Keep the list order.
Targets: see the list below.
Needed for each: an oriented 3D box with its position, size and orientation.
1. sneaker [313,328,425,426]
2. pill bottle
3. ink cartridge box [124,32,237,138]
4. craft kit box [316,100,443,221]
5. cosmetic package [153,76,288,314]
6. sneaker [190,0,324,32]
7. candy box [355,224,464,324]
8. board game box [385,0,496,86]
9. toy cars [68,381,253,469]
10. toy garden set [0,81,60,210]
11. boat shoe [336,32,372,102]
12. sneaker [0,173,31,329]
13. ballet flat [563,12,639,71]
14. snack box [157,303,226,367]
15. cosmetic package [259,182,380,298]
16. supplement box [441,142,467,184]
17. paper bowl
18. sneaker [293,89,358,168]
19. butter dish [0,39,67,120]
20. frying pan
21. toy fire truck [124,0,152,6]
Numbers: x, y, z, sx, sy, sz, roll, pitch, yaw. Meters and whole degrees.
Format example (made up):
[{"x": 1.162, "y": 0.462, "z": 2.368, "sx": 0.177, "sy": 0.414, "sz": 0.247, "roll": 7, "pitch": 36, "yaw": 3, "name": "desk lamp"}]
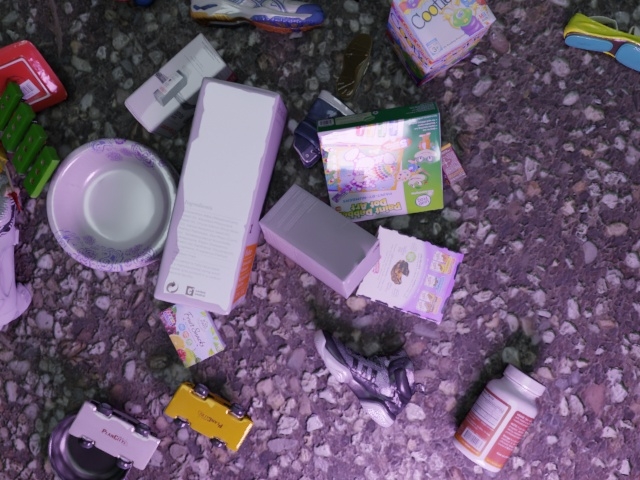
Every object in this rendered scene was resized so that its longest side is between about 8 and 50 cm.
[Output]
[{"x": 0.112, "y": 0.271, "z": 1.523, "sx": 0.153, "sy": 0.101, "sz": 0.268, "roll": -40, "pitch": 96, "yaw": 3, "name": "sneaker"}, {"x": 0.394, "y": 0.383, "z": 1.501, "sx": 0.121, "sy": 0.121, "sz": 0.216, "roll": 33, "pitch": 93, "yaw": 1, "name": "pill bottle"}, {"x": -0.297, "y": -0.326, "z": 1.486, "sx": 0.218, "sy": 0.158, "sz": 0.092, "roll": -39, "pitch": 91, "yaw": 4, "name": "ink cartridge box"}, {"x": 0.130, "y": -0.158, "z": 1.459, "sx": 0.250, "sy": 0.061, "sz": 0.246, "roll": -9, "pitch": 133, "yaw": 3, "name": "craft kit box"}, {"x": -0.201, "y": -0.091, "z": 1.457, "sx": 0.162, "sy": 0.230, "sz": 0.453, "roll": 13, "pitch": 93, "yaw": 1, "name": "cosmetic package"}, {"x": -0.135, "y": -0.530, "z": 1.496, "sx": 0.297, "sy": 0.112, "sz": 0.130, "roll": 6, "pitch": 92, "yaw": 2, "name": "sneaker"}, {"x": 0.195, "y": 0.073, "z": 1.524, "sx": 0.196, "sy": 0.070, "sz": 0.164, "roll": 19, "pitch": 93, "yaw": 1, "name": "candy box"}, {"x": 0.234, "y": -0.432, "z": 1.401, "sx": 0.144, "sy": 0.275, "sz": 0.142, "roll": -33, "pitch": 90, "yaw": 4, "name": "board game box"}, {"x": -0.350, "y": 0.404, "z": 1.536, "sx": 0.394, "sy": 0.087, "sz": 0.176, "roll": -10, "pitch": 97, "yaw": -5, "name": "toy cars"}, {"x": -0.644, "y": -0.182, "z": 1.479, "sx": 0.204, "sy": 0.049, "sz": 0.244, "roll": -48, "pitch": 63, "yaw": 26, "name": "toy garden set"}, {"x": 0.077, "y": -0.384, "z": 1.530, "sx": 0.056, "sy": 0.048, "sz": 0.153, "roll": 15, "pitch": 86, "yaw": 14, "name": "boat shoe"}, {"x": -0.739, "y": 0.043, "z": 1.535, "sx": 0.137, "sy": 0.210, "sz": 0.365, "roll": -1, "pitch": 58, "yaw": 2, "name": "sneaker"}, {"x": 0.644, "y": -0.435, "z": 1.488, "sx": 0.231, "sy": 0.077, "sz": 0.077, "roll": 20, "pitch": 76, "yaw": 3, "name": "ballet flat"}, {"x": -0.291, "y": 0.204, "z": 1.565, "sx": 0.100, "sy": 0.037, "sz": 0.141, "roll": -27, "pitch": 91, "yaw": 2, "name": "snack box"}, {"x": 0.000, "y": 0.000, "z": 1.463, "sx": 0.238, "sy": 0.107, "sz": 0.127, "roll": 38, "pitch": 73, "yaw": 18, "name": "cosmetic package"}, {"x": 0.284, "y": -0.168, "z": 1.519, "sx": 0.043, "sy": 0.055, "sz": 0.083, "roll": -29, "pitch": 90, "yaw": 5, "name": "supplement box"}, {"x": -0.434, "y": -0.077, "z": 1.506, "sx": 0.284, "sy": 0.148, "sz": 0.284, "roll": 0, "pitch": 92, "yaw": 3, "name": "paper bowl"}, {"x": 0.047, "y": -0.201, "z": 1.506, "sx": 0.226, "sy": 0.086, "sz": 0.163, "roll": 36, "pitch": 84, "yaw": 8, "name": "sneaker"}, {"x": -0.666, "y": -0.371, "z": 1.527, "sx": 0.160, "sy": 0.118, "sz": 0.160, "roll": -22, "pitch": 132, "yaw": 5, "name": "butter dish"}, {"x": -0.465, "y": 0.510, "z": 1.577, "sx": 0.326, "sy": 0.053, "sz": 0.197, "roll": 27, "pitch": 92, "yaw": 0, "name": "frying pan"}, {"x": -0.368, "y": -0.604, "z": 1.428, "sx": 0.254, "sy": 0.302, "sz": 0.169, "roll": -44, "pitch": 76, "yaw": 31, "name": "toy fire truck"}]
